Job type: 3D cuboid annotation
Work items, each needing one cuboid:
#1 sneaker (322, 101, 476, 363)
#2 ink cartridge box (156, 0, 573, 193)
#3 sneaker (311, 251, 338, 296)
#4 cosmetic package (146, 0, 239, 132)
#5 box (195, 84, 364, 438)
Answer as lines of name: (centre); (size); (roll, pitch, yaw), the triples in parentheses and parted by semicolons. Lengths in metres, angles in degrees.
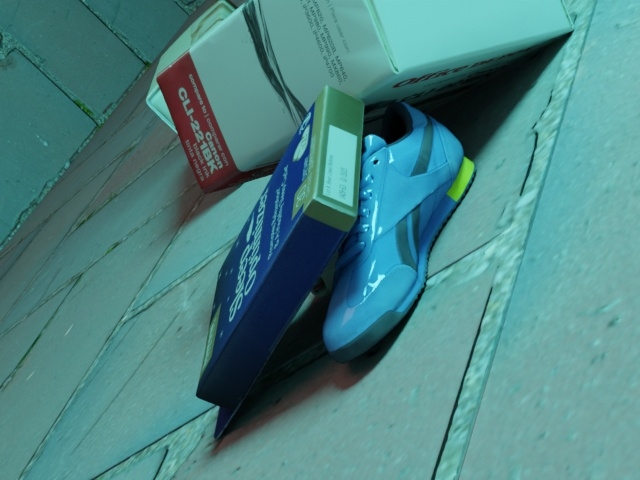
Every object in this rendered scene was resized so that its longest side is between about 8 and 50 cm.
sneaker: (0.035, -0.011, 0.830); (0.069, 0.082, 0.209); (-28, 25, 44)
ink cartridge box: (0.029, -0.148, 0.990); (0.197, 0.114, 0.273); (-20, -5, -38)
sneaker: (0.000, 0.000, 0.945); (0.070, 0.051, 0.134); (-42, 19, -5)
cosmetic package: (-0.112, -0.194, 1.559); (0.129, 0.153, 0.296); (-44, 16, 10)
box: (-0.035, 0.019, 0.864); (0.136, 0.036, 0.225); (-85, 20, -53)
